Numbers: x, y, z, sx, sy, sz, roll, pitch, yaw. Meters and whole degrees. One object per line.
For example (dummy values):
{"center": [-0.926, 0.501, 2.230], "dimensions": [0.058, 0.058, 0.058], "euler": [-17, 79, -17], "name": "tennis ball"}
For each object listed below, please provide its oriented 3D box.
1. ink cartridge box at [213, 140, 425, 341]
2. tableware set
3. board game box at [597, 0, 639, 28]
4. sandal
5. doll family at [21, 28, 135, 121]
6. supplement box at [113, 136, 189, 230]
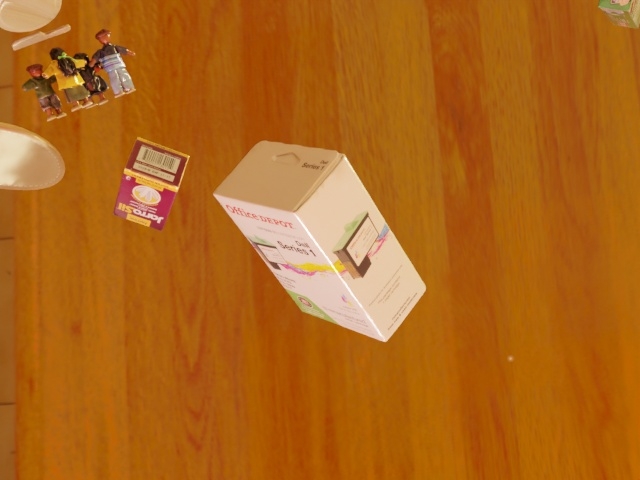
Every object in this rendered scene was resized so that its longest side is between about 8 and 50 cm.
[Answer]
{"center": [0.000, 0.000, 1.160], "dimensions": [0.201, 0.278, 0.117], "euler": [15, 57, 48], "name": "ink cartridge box"}
{"center": [-0.418, -0.279, 0.969], "dimensions": [0.194, 0.128, 0.039], "euler": [-25, 71, -13], "name": "tableware set"}
{"center": [0.491, -0.448, 1.216], "dimensions": [0.046, 0.317, 0.213], "euler": [15, 105, 21], "name": "board game box"}
{"center": [-0.412, -0.123, 0.892], "dimensions": [0.088, 0.240, 0.079], "euler": [-56, 46, 30], "name": "sandal"}
{"center": [-0.393, -0.277, 1.299], "dimensions": [0.076, 0.193, 0.111], "euler": [-13, 102, 44], "name": "doll family"}
{"center": [-0.167, -0.054, 0.774], "dimensions": [0.055, 0.083, 0.043], "euler": [19, 55, -11], "name": "supplement box"}
